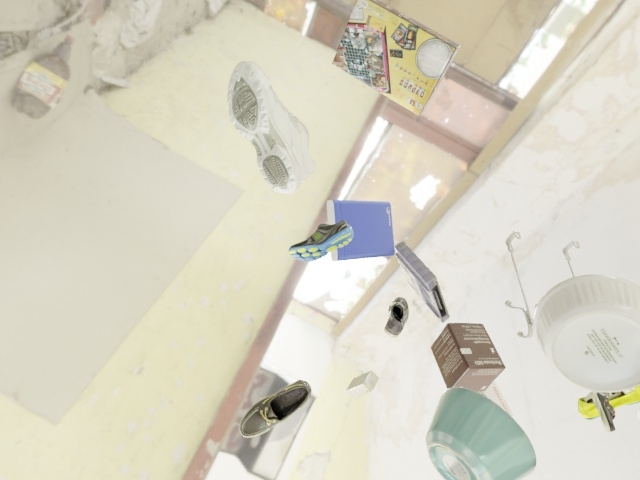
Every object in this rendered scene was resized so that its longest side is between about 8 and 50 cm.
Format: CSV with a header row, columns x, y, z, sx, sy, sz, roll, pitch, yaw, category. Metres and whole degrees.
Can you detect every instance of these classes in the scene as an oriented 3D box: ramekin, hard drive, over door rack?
x,y,z,sx,sy,sz,roll,pitch,yaw,category
0.636,0.222,1.098,0.273,0.273,0.127,-60,173,30,ramekin
0.153,-0.039,1.739,0.040,0.318,0.210,-6,-92,45,hard drive
0.689,0.150,1.468,0.108,0.239,0.324,126,-32,-63,over door rack

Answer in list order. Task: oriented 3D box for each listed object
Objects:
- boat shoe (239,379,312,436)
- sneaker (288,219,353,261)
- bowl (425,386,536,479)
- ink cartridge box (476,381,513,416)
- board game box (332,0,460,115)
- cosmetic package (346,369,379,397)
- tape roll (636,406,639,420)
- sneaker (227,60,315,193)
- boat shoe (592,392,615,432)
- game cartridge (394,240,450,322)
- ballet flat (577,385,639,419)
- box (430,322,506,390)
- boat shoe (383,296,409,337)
x,y,z,sx,sy,sz,roll,pitch,yaw,category
-0.125,0.457,1.303,0.227,0.081,0.069,-34,172,-8,boat shoe
0.000,0.000,1.345,0.188,0.067,0.078,-24,-134,3,sneaker
0.422,0.592,1.358,0.163,0.311,0.311,-32,166,-31,bowl
0.749,0.815,2.232,0.273,0.198,0.114,-31,-178,-38,ink cartridge box
0.161,-0.413,1.069,0.042,0.243,0.165,-43,165,-50,board game box
0.138,0.474,1.580,0.060,0.041,0.115,-49,-177,-38,cosmetic package
0.784,0.406,0.937,0.100,0.286,0.286,-47,-178,-1,tape roll
-0.080,-0.203,0.848,0.090,0.232,0.115,-10,-161,38,sneaker
0.752,0.448,1.260,0.133,0.042,0.049,-55,137,-63,boat shoe
0.410,0.172,1.941,0.068,0.230,0.355,-38,139,-4,game cartridge
0.901,0.475,1.474,0.231,0.077,0.077,-25,-176,5,ballet flat
0.555,0.443,1.827,0.203,0.168,0.167,-106,-152,-45,box
0.260,0.236,1.572,0.065,0.075,0.206,-68,172,30,boat shoe
